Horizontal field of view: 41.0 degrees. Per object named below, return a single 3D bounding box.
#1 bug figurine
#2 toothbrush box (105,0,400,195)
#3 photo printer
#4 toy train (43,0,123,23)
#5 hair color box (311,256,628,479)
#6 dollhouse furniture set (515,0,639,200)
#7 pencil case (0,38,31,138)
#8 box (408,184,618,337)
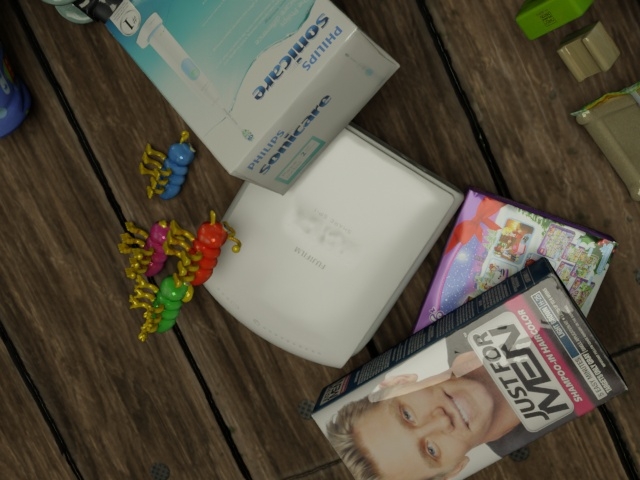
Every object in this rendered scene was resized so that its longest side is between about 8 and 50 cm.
[{"bbox_3d":[-0.191,-0.002,1.121,0.072,0.279,0.216,12,121,-30],"label":"bug figurine"},{"bbox_3d":[-0.087,-0.235,1.029,0.216,0.126,0.295,-48,62,13],"label":"toothbrush box"},{"bbox_3d":[0.000,0.000,1.128,0.256,0.107,0.307,33,103,1],"label":"photo printer"},{"bbox_3d":[-0.349,-0.422,1.093,0.334,0.142,0.190,39,91,1],"label":"toy train"},{"bbox_3d":[0.182,0.188,1.080,0.347,0.105,0.173,-33,94,14],"label":"hair color box"},{"bbox_3d":[0.409,-0.220,1.030,0.301,0.151,0.198,50,143,-16],"label":"dollhouse furniture set"},{"bbox_3d":[-0.463,-0.269,1.076,0.120,0.133,0.306,5,138,12],"label":"pencil case"},{"bbox_3d":[0.238,0.097,1.138,0.201,0.057,0.293,21,103,4],"label":"box"}]
